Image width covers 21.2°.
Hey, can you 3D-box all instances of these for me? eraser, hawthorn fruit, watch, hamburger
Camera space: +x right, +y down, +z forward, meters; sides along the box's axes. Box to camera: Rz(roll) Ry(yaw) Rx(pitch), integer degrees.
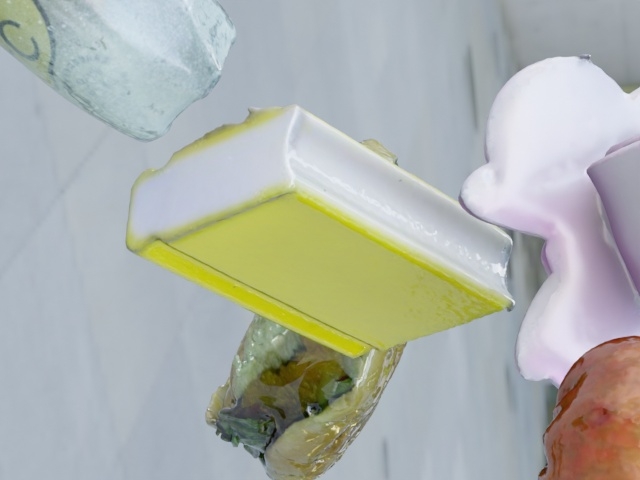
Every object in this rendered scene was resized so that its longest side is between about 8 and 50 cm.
[{"bbox_3d":[0.000,0.000,1.138,0.226,0.158,0.069,29,56,-39],"label":"eraser"},{"bbox_3d":[0.153,0.104,0.745,0.125,0.140,0.125,168,-90,-86],"label":"hawthorn fruit"},{"bbox_3d":[0.221,-0.032,0.950,0.217,0.248,0.211,141,-70,-78],"label":"watch"},{"bbox_3d":[0.012,0.068,1.434,0.265,0.134,0.285,-59,-179,-33],"label":"hamburger"}]

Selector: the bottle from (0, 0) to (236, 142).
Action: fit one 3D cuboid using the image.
[{"bbox_3d":[-0.153,-0.150,0.734,0.269,0.083,0.083,41,33,-24],"label":"bottle"}]
